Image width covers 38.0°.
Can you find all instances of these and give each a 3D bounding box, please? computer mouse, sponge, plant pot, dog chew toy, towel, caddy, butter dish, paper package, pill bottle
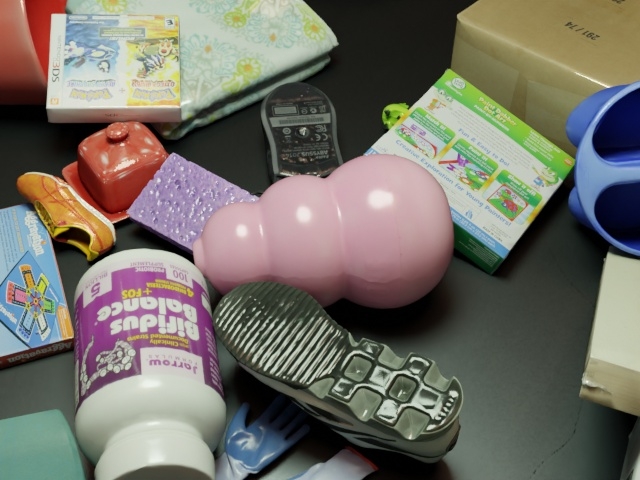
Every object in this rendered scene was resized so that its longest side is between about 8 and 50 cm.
[{"bbox_3d":[-0.035,-0.126,1.445,0.189,0.072,0.272,-2,58,-5],"label":"computer mouse"},{"bbox_3d":[-0.160,-0.033,1.331,0.210,0.031,0.117,28,73,18],"label":"sponge"},{"bbox_3d":[-0.555,-0.341,1.531,0.243,0.275,0.275,-8,45,3],"label":"plant pot"},{"bbox_3d":[0.000,0.000,1.216,0.332,0.206,0.206,-8,46,-8],"label":"dog chew toy"},{"bbox_3d":[-0.200,-0.365,1.613,0.374,0.090,0.320,-30,66,-26],"label":"towel"},{"bbox_3d":[0.500,-0.108,1.274,0.341,0.241,0.179,-7,11,-6],"label":"caddy"},{"bbox_3d":[-0.298,-0.125,1.400,0.160,0.118,0.160,-25,50,-24],"label":"butter dish"},{"bbox_3d":[-0.307,0.299,0.956,0.166,0.165,0.234,-10,39,-10],"label":"plant pot"},{"bbox_3d":[0.422,-0.299,1.543,0.325,0.168,0.309,32,52,28],"label":"paper package"},{"bbox_3d":[-0.199,0.166,1.076,0.169,0.169,0.301,-8,45,-8],"label":"pill bottle"}]

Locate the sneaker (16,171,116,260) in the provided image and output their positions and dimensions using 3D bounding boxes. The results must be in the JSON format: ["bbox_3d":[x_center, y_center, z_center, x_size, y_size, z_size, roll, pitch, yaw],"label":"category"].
[{"bbox_3d":[-0.373,-0.039,1.332,0.175,0.064,0.067,34,46,13],"label":"sneaker"}]

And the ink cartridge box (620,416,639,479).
[{"bbox_3d":[0.416,0.322,0.953,0.223,0.129,0.307,17,47,15],"label":"ink cartridge box"}]

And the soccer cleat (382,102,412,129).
[{"bbox_3d":[0.181,-0.179,1.501,0.179,0.060,0.072,33,41,29],"label":"soccer cleat"}]

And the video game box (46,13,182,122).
[{"bbox_3d":[-0.323,-0.272,1.465,0.205,0.048,0.187,-2,65,-9],"label":"video game box"}]

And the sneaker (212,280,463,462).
[{"bbox_3d":[0.011,0.168,1.097,0.331,0.146,0.122,28,60,27],"label":"sneaker"}]

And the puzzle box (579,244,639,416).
[{"bbox_3d":[0.455,0.119,1.089,0.272,0.052,0.409,17,21,15],"label":"puzzle box"}]

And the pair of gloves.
[{"bbox_3d":[-0.042,0.266,1.083,0.198,0.023,0.159,33,53,29],"label":"pair of gloves"}]

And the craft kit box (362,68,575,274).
[{"bbox_3d":[0.220,-0.110,1.379,0.250,0.061,0.246,38,58,9],"label":"craft kit box"}]

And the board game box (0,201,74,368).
[{"bbox_3d":[-0.434,0.057,1.283,0.145,0.027,0.281,-15,47,-14],"label":"board game box"}]
